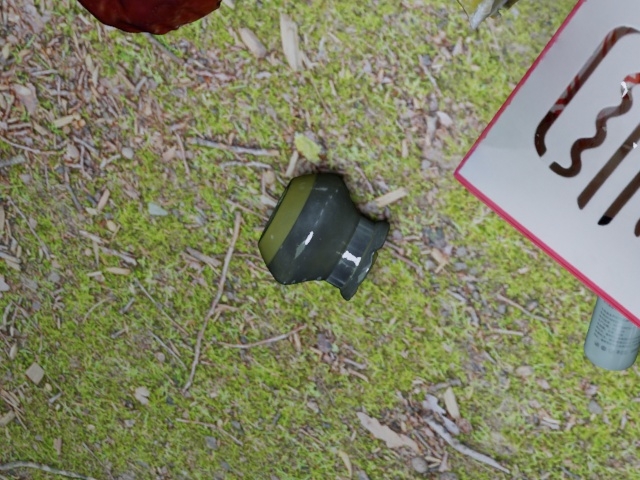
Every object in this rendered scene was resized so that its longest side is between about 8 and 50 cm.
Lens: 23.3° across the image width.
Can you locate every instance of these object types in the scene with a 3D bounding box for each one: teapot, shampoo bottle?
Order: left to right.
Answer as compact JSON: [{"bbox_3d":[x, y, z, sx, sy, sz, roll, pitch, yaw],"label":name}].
[{"bbox_3d":[0.000,0.000,1.662,0.119,0.130,0.166,29,166,-5],"label":"teapot"},{"bbox_3d":[0.305,0.039,1.519,0.056,0.056,0.195,24,129,18],"label":"shampoo bottle"}]

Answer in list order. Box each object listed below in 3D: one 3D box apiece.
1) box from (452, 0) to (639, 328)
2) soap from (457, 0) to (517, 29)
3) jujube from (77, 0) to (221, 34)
[{"bbox_3d":[0.344,-0.114,1.219,0.300,0.312,0.314,40,132,7],"label":"box"},{"bbox_3d":[0.186,-0.310,1.190,0.091,0.315,0.199,32,133,13],"label":"soap"},{"bbox_3d":[-0.138,-0.307,1.461,0.213,0.232,0.213,18,130,23],"label":"jujube"}]
